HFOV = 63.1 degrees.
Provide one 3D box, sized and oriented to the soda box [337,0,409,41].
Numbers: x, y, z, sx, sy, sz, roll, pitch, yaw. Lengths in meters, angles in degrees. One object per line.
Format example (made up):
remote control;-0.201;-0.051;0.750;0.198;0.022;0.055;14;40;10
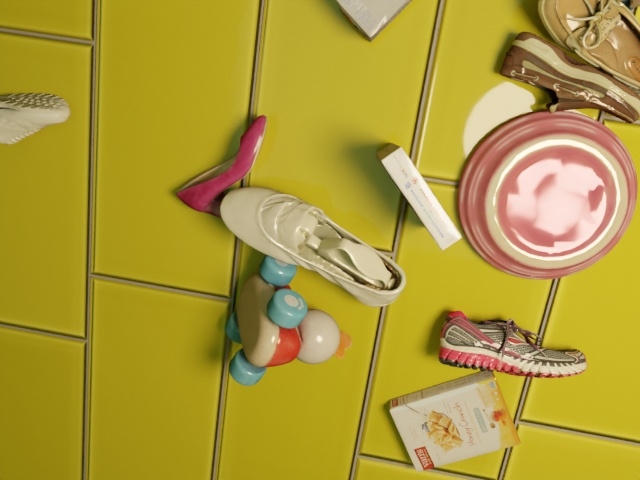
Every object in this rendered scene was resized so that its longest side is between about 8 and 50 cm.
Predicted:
soda box;0.160;-0.486;0.906;0.286;0.098;0.091;-43;97;15

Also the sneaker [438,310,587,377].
sneaker;0.395;0.216;1.060;0.299;0.121;0.112;10;75;-4

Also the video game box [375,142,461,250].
video game box;0.173;-0.089;0.955;0.048;0.205;0.187;-37;99;10

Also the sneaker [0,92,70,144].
sneaker;-0.621;-0.248;1.075;0.235;0.090;0.094;3;118;10

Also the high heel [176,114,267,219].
high heel;-0.196;-0.158;1.043;0.117;0.082;0.244;25;119;-11

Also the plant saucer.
plant saucer;0.433;-0.077;0.990;0.332;0.084;0.332;2;104;7

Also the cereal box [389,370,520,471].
cereal box;0.293;0.399;1.149;0.240;0.047;0.173;-22;101;12

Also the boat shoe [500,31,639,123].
boat shoe;0.444;-0.269;0.938;0.257;0.095;0.095;34;108;9

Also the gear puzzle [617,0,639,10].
gear puzzle;0.535;-0.554;0.834;0.044;0.175;0.338;-17;108;-33

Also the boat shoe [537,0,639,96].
boat shoe;0.492;-0.341;0.878;0.285;0.089;0.104;28;111;-17

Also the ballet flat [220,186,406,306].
ballet flat;0.000;0.000;1.010;0.400;0.139;0.139;31;106;-10

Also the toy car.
toy car;-0.046;0.178;1.088;0.238;0.210;0.219;17;123;-28
